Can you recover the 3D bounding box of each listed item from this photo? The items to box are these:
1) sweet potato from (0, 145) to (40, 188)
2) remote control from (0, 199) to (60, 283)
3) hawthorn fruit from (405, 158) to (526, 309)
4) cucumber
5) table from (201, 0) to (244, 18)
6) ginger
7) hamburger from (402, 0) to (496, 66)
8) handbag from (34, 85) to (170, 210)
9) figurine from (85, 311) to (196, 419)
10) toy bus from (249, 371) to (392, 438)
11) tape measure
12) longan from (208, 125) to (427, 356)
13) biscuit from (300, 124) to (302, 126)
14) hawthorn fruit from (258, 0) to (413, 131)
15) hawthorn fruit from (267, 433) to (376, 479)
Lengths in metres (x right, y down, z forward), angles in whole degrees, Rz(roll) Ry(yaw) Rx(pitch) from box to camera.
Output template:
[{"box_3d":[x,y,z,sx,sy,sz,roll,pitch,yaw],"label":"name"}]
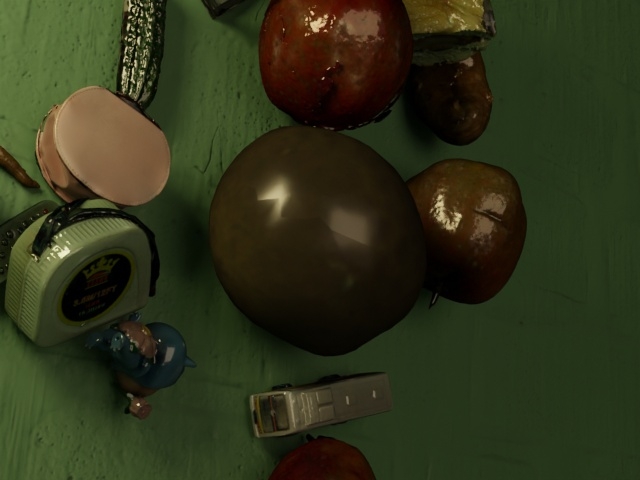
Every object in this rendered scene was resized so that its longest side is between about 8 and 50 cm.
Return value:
[{"box_3d":[-0.450,-0.110,1.441,0.115,0.026,0.026,48,53,-27],"label":"sweet potato"},{"box_3d":[-0.445,0.016,1.406,0.222,0.042,0.072,-40,108,-42],"label":"remote control"},{"box_3d":[0.266,0.001,1.929,0.267,0.267,0.301,27,73,-36],"label":"hawthorn fruit"},{"box_3d":[-0.288,-0.318,1.609,0.077,0.077,0.265,11,76,-41],"label":"cucumber"},{"box_3d":[-0.064,-0.589,1.736,0.335,0.272,0.222,-46,113,-39],"label":"table"},{"box_3d":[0.265,-0.343,2.081,0.165,0.172,0.321,-8,75,-5],"label":"ginger"},{"box_3d":[0.185,-0.465,1.966,0.132,0.308,0.211,76,11,-73],"label":"hamburger"},{"box_3d":[-0.328,-0.130,1.496,0.205,0.116,0.179,37,57,-31],"label":"handbag"},{"box_3d":[-0.278,0.182,1.476,0.178,0.114,0.145,36,76,-59],"label":"figurine"},{"box_3d":[0.006,0.283,1.726,0.268,0.106,0.092,-3,81,-43],"label":"toy bus"},{"box_3d":[-0.328,0.026,1.419,0.235,0.115,0.207,-24,141,-44],"label":"tape measure"},{"box_3d":[0.000,0.000,1.631,0.404,0.336,0.405,46,23,-27],"label":"longan"},{"box_3d":[0.017,-0.118,1.872,0.158,0.035,0.240,-27,100,-45],"label":"biscuit"},{"box_3d":[0.028,-0.348,1.770,0.316,0.316,0.316,11,73,-41],"label":"hawthorn fruit"},{"box_3d":[-0.003,0.416,1.643,0.208,0.208,0.248,34,35,-33],"label":"hawthorn fruit"}]
